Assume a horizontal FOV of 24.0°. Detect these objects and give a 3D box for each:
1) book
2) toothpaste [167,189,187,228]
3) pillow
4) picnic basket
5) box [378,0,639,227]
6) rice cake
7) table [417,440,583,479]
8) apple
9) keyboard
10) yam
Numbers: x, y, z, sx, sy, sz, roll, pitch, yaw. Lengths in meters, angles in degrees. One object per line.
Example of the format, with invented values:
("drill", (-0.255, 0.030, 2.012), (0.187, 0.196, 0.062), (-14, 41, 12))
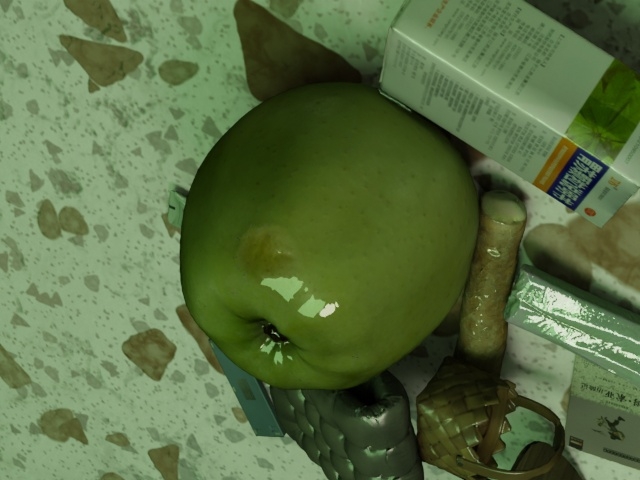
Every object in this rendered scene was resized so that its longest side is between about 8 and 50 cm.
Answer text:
("book", (0.371, 0.207, 1.875), (0.127, 0.014, 0.181), (16, 129, 19))
("toothpaste", (-0.111, 0.000, 1.995), (0.218, 0.041, 0.064), (27, 138, 16))
("pillow", (0.022, 0.216, 1.938), (0.326, 0.101, 0.228), (43, 154, 52))
("picnic basket", (0.210, 0.235, 1.842), (0.178, 0.128, 0.137), (16, 139, 20))
("box", (0.215, -0.152, 1.576), (0.299, 0.106, 0.200), (32, 170, 5))
("rice cake", (0.323, 0.106, 1.784), (0.222, 0.042, 0.080), (25, 117, 0))
("table", (0.212, 0.432, 2.014), (0.249, 0.317, 0.317), (3, 125, 45))
("apple", (0.000, 0.000, 1.732), (0.357, 0.357, 0.357), (16, 130, 20))
("keyboard", (-0.104, 0.211, 2.162), (0.055, 0.014, 0.176), (-6, 119, 35))
("yam", (0.204, 0.065, 1.835), (0.066, 0.066, 0.299), (18, 131, 18))
